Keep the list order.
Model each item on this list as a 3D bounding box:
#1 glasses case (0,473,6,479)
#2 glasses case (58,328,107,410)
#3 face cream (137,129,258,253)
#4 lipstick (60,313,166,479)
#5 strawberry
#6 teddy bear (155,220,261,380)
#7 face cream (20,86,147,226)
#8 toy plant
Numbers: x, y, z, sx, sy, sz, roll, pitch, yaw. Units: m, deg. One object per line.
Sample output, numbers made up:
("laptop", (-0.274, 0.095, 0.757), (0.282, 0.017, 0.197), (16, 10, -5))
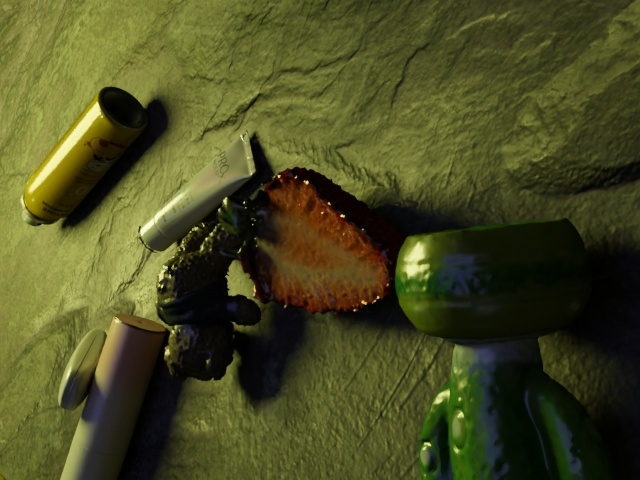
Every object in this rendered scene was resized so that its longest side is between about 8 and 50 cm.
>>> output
("glasses case", (-0.678, 0.509, 1.610), (0.371, 0.141, 0.173), (-35, 46, 50))
("glasses case", (-0.388, 0.209, 1.444), (0.197, 0.049, 0.076), (-93, 23, -73))
("face cream", (-0.187, -0.067, 1.370), (0.244, 0.058, 0.092), (-38, 48, 26))
("lipstick", (-0.335, 0.283, 1.395), (0.087, 0.087, 0.326), (23, 95, 48))
("strawberry", (0.000, 0.000, 1.113), (0.286, 0.106, 0.188), (20, 116, 35))
("teddy bear", (-0.172, 0.072, 1.251), (0.182, 0.129, 0.251), (-10, 71, 48))
("face cream", (-0.458, -0.139, 1.644), (0.349, 0.105, 0.105), (-40, 52, 32))
("toy plant", (0.178, 0.141, 0.850), (0.224, 0.184, 0.315), (-3, 92, 52))
